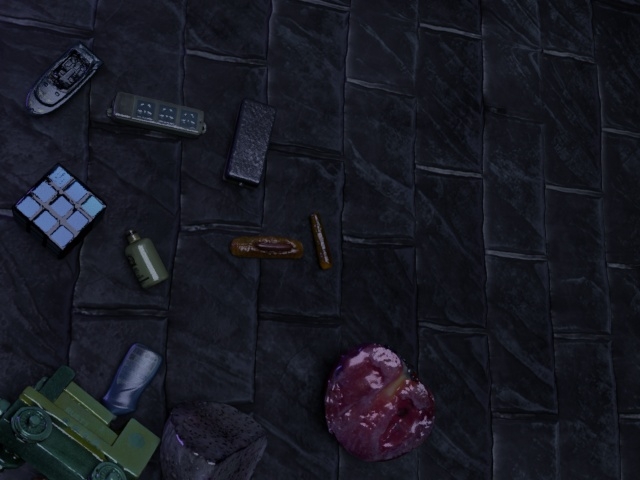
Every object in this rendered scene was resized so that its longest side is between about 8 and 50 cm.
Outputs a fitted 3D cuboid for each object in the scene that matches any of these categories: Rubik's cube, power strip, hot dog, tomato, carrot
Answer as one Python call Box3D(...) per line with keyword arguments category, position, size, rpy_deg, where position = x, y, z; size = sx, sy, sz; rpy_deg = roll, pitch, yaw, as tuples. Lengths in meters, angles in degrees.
Box3D(category="Rubik's cube", position=(-0.645, -0.069, 1.787), size=(0.162, 0.163, 0.160), rpy_deg=(43, 68, -8))
Box3D(category="power strip", position=(-0.442, -0.341, 1.977), size=(0.272, 0.052, 0.078), rpy_deg=(10, 76, -20))
Box3D(category="hot dog", position=(-0.147, 0.017, 2.035), size=(0.215, 0.047, 0.066), rpy_deg=(4, 76, -21))
Box3D(category="tomato", position=(0.143, 0.438, 2.014), size=(0.289, 0.176, 0.335), rpy_deg=(-43, 98, -2))
Box3D(category="carrot", position=(0.000, 0.000, 2.100), size=(0.042, 0.042, 0.171), rpy_deg=(-12, 85, -23))
Box3D(category="power strip", position=(-0.203, -0.271, 2.053), size=(0.105, 0.070, 0.257), rpy_deg=(16, 73, -16))

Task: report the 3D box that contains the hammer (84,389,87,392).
Box3D(category="hammer", position=(-0.665, 0.420, 1.772), size=(0.198, 0.013, 0.062), rpy_deg=(-10, 84, -24))

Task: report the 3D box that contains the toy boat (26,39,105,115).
Box3D(category="toy boat", position=(-0.670, -0.415, 1.874), size=(0.093, 0.103, 0.246), rpy_deg=(42, 71, -11))

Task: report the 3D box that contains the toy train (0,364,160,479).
Box3D(category="toy train", position=(-0.567, 0.466, 1.664), size=(0.397, 0.160, 0.253), rpy_deg=(40, 28, -8))

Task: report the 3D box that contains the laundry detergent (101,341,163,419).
Box3D(category="laundry detergent", position=(-0.485, 0.365, 1.828), size=(0.096, 0.061, 0.206), rpy_deg=(33, 71, -13))

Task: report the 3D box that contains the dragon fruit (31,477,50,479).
Box3D(category="dragon fruit", position=(-0.679, 0.639, 1.678), size=(0.246, 0.125, 0.125), rpy_deg=(-30, 63, -5))

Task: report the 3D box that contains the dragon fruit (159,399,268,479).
Box3D(category="dragon fruit", position=(-0.294, 0.543, 1.800), size=(0.204, 0.283, 0.221), rpy_deg=(26, 105, 24))

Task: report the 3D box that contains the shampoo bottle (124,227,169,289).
Box3D(category="shampoo bottle", position=(-0.463, 0.043, 1.885), size=(0.079, 0.079, 0.162), rpy_deg=(-28, 92, -24))
